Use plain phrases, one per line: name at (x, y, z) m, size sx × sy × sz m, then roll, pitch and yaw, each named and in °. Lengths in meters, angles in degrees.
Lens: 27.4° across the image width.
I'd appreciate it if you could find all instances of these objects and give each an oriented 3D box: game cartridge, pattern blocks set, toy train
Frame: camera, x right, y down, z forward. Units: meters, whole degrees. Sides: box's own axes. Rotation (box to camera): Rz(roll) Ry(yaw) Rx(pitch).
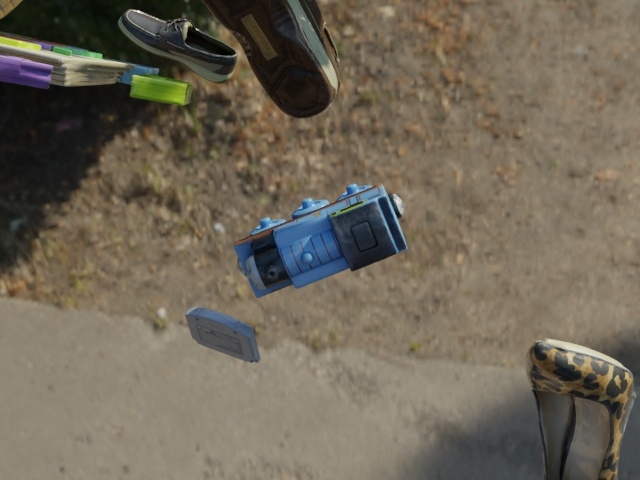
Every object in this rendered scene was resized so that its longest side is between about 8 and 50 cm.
game cartridge at (-0.105, 0.100, 1.408) m, size 0.083 × 0.056 × 0.017 m, roll 17°, pitch 55°, yaw 25°
pattern blocks set at (-0.243, -0.149, 1.050) m, size 0.286 × 0.325 × 0.026 m, roll 11°, pitch 98°, yaw -5°
toy train at (0.000, 0.000, 1.341) m, size 0.184 × 0.080 × 0.105 m, roll -21°, pitch 12°, yaw 4°

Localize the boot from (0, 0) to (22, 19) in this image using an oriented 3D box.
boot at (-0.287, -0.124, 0.843) m, size 0.077 × 0.165 × 0.213 m, roll 51°, pitch 55°, yaw -12°

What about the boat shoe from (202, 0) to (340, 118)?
boat shoe at (-0.058, -0.247, 1.289) m, size 0.095 × 0.257 × 0.095 m, roll -14°, pitch 24°, yaw 28°

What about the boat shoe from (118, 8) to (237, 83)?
boat shoe at (-0.170, -0.246, 1.592) m, size 0.152 × 0.049 × 0.056 m, roll 25°, pitch 41°, yaw -9°

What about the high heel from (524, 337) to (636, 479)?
high heel at (0.241, 0.205, 1.284) m, size 0.093 × 0.261 × 0.186 m, roll 13°, pitch 76°, yaw 33°
